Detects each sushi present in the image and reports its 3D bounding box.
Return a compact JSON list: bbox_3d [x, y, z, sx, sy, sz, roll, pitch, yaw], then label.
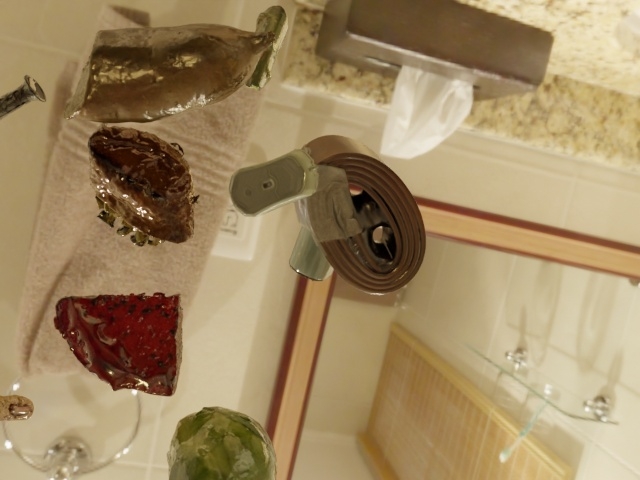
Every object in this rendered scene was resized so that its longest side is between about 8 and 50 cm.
[{"bbox_3d":[-0.356,-0.111,1.109,0.296,0.166,0.179,34,150,-3],"label":"sushi"}]

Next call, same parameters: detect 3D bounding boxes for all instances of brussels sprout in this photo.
[{"bbox_3d":[-0.203,0.444,1.120,0.210,0.219,0.271,-25,-149,-28],"label":"brussels sprout"}]

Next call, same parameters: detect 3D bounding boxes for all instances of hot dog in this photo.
[{"bbox_3d":[-0.773,0.421,1.416,0.047,0.066,0.215,5,161,-2],"label":"hot dog"}]

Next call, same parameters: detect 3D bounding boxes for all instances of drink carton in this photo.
[{"bbox_3d":[0.000,0.000,1.723,0.191,0.189,0.185,26,-144,7],"label":"drink carton"}]

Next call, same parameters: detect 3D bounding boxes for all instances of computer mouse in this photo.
[{"bbox_3d":[-0.073,-0.101,0.970,0.182,0.089,0.056,-18,-174,28],"label":"computer mouse"}]

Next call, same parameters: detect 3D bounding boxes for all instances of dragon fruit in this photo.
[{"bbox_3d":[-0.466,0.195,1.371,0.330,0.240,0.302,23,-173,-12],"label":"dragon fruit"}]

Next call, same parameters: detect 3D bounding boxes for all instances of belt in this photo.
[{"bbox_3d":[0.074,-0.052,1.129,0.338,0.217,0.122,56,-175,-27],"label":"belt"}]

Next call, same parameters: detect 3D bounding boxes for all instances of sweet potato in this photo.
[{"bbox_3d":[-0.251,-0.280,0.943,0.370,0.157,0.158,-5,-175,1],"label":"sweet potato"}]

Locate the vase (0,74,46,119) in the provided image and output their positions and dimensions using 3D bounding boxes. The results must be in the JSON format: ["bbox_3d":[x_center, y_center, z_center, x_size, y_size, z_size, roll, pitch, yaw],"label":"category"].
[{"bbox_3d":[-0.598,-0.245,1.050,0.167,0.059,0.059,-27,-176,3],"label":"vase"}]

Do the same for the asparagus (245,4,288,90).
[{"bbox_3d":[-0.137,-0.448,1.352,0.082,0.342,0.085,21,141,-16],"label":"asparagus"}]
